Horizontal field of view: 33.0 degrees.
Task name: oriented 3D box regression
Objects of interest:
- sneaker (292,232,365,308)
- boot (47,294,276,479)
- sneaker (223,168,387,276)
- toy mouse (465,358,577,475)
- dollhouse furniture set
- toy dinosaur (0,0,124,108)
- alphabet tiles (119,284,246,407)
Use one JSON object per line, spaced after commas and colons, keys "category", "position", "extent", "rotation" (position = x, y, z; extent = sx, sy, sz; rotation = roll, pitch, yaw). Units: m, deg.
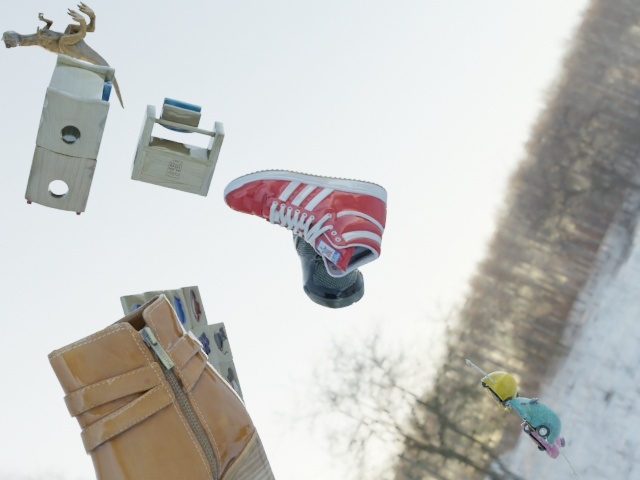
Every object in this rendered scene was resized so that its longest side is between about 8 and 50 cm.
{"category": "sneaker", "position": [0.000, 0.000, 1.546], "extent": [0.227, 0.087, 0.130], "rotation": [-110, 4, -56]}
{"category": "boot", "position": [-0.107, 0.126, 0.585], "extent": [0.073, 0.152, 0.197], "rotation": [-24, 7, 29]}
{"category": "sneaker", "position": [-0.012, -0.011, 0.764], "extent": [0.042, 0.118, 0.067], "rotation": [94, 179, -57]}
{"category": "toy mouse", "position": [0.236, 0.197, 1.171], "extent": [0.031, 0.143, 0.161], "rotation": [-43, -41, -5]}
{"category": "dollhouse furniture set", "position": [-0.212, -0.101, 1.174], "extent": [0.129, 0.183, 0.129], "rotation": [-106, 32, -63]}
{"category": "toy dinosaur", "position": [-0.365, -0.289, 1.602], "extent": [0.112, 0.211, 0.064], "rotation": [-54, 35, 27]}
{"category": "alphabet tiles", "position": [-0.170, 0.201, 1.396], "extent": [0.342, 0.011, 0.285], "rotation": [-2, -104, -73]}
